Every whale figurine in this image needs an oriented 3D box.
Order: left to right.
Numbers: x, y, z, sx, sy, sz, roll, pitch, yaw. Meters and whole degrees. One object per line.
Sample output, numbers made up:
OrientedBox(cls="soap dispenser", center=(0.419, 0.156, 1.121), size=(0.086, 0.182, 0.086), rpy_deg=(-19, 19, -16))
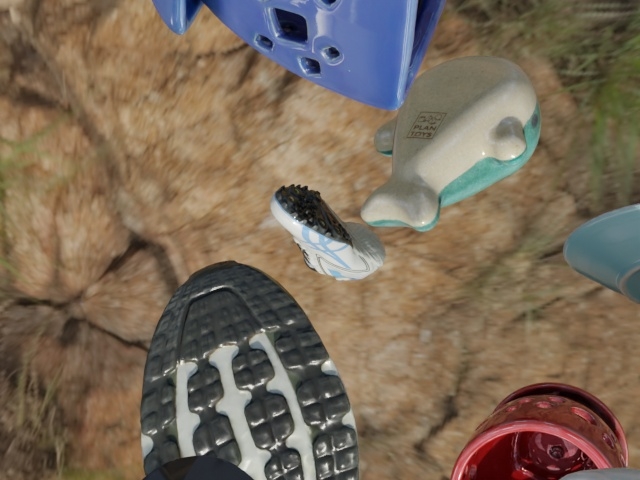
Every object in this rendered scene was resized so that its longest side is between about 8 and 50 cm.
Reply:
OrientedBox(cls="whale figurine", center=(0.160, -0.097, 1.837), size=(0.272, 0.216, 0.141), rpy_deg=(-57, 134, -30))

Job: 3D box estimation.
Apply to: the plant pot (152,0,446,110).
OrientedBox(cls="plant pot", center=(-0.002, -0.267, 1.119), size=(0.212, 0.236, 0.236), rpy_deg=(14, 46, 8))

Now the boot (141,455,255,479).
OrientedBox(cls="boot", center=(0.015, 0.173, 0.537), size=(0.082, 0.106, 0.219), rpy_deg=(-37, 52, -4))

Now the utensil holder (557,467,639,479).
OrientedBox(cls="utensil holder", center=(0.326, 0.269, 0.778), size=(0.385, 0.327, 0.328), rpy_deg=(-2, 88, -13))

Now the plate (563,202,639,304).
OrientedBox(cls="plate", center=(0.227, 0.015, 0.833), size=(0.188, 0.188, 0.024), rpy_deg=(6, 71, -9))

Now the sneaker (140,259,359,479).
OrientedBox(cls="sneaker", center=(-0.027, 0.204, 1.162), size=(0.158, 0.182, 0.410), rpy_deg=(-17, 103, 1))

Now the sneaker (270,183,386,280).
OrientedBox(cls="sneaker", center=(0.000, 0.000, 1.894), size=(0.086, 0.237, 0.085), rpy_deg=(-35, 59, 15))

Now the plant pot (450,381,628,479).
OrientedBox(cls="plant pot", center=(0.252, 0.257, 1.716), size=(0.191, 0.174, 0.191), rpy_deg=(5, 109, 16))
